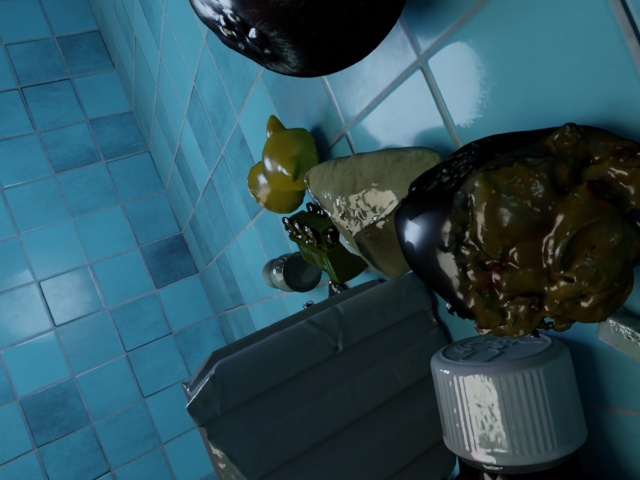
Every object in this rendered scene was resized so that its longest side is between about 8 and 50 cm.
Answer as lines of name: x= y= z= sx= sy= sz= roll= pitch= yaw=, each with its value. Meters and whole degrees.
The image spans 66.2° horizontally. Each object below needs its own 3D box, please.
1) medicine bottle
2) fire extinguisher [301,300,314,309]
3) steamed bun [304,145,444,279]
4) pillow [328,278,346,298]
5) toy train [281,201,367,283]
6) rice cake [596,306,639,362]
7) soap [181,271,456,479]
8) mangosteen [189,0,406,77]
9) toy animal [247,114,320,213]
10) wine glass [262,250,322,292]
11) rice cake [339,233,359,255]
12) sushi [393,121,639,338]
medicine bottle: x=0.248 y=0.322 z=0.617 sx=0.242 sy=0.243 sz=0.395 roll=-21 pitch=84 yaw=66
fire extinguisher: x=-0.022 y=0.194 z=1.336 sx=0.038 sy=0.025 sz=0.083 roll=-51 pitch=56 yaw=20
steamed bun: x=0.094 y=-0.027 z=0.742 sx=0.231 sy=0.110 sz=0.212 roll=-3 pitch=123 yaw=45
pillow: x=0.065 y=0.225 z=1.173 sx=0.189 sy=0.034 sz=0.255 roll=51 pitch=149 yaw=30
toy train: x=0.000 y=0.000 z=1.051 sx=0.225 sy=0.090 sz=0.137 roll=25 pitch=143 yaw=64
rice cake: x=0.359 y=0.126 z=0.460 sx=0.211 sy=0.034 sz=0.043 roll=36 pitch=138 yaw=51
soap: x=0.023 y=0.285 z=0.823 sx=0.350 sy=0.435 sz=0.213 roll=65 pitch=156 yaw=0
mangosteen: x=-0.023 y=-0.357 z=0.597 sx=0.300 sy=0.300 sz=0.300 roll=46 pitch=148 yaw=41
toy animal: x=-0.080 y=-0.141 z=1.028 sx=0.156 sy=0.156 sz=0.229 roll=60 pitch=153 yaw=18
wine glass: x=-0.082 y=0.083 z=1.275 sx=0.103 sy=0.103 sz=0.231 roll=70 pitch=161 yaw=-3
rice cake: x=0.075 y=-0.058 z=0.868 sx=0.069 sy=0.063 sz=0.206 roll=43 pitch=146 yaw=31
sushi: x=0.209 y=-0.006 z=0.499 sx=0.200 sy=0.213 sz=0.204 roll=50 pitch=174 yaw=-14
